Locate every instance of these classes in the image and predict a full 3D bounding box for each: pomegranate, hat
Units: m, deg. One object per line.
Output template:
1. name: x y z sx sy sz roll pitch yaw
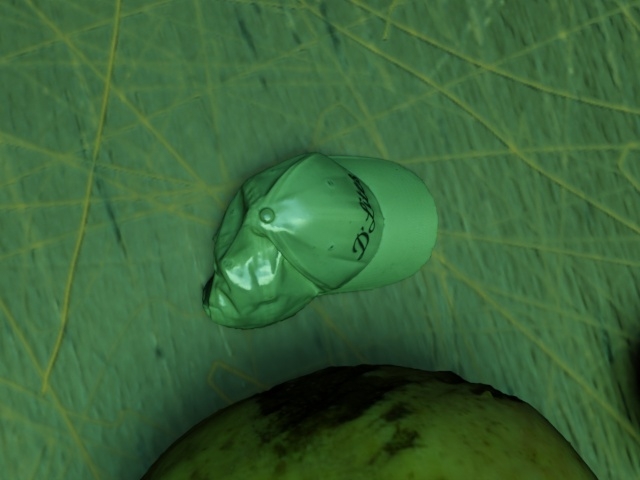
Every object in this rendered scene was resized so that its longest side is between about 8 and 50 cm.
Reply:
1. pomegranate: 0.025 0.221 0.464 0.322 0.322 0.322 0 87 -6
2. hat: 0.004 0.000 0.577 0.166 0.081 0.122 -1 90 -16
